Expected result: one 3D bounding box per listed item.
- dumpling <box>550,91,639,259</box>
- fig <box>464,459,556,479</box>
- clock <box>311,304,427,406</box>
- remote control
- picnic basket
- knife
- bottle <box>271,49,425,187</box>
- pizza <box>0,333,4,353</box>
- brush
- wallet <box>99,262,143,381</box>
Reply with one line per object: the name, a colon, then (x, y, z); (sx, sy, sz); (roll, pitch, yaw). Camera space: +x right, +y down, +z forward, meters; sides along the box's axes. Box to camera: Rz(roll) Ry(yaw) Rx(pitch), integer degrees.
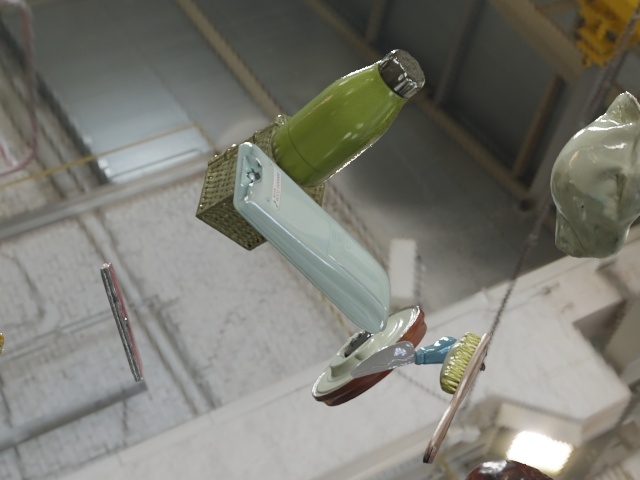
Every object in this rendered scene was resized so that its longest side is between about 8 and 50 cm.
dumpling: (0.365, -0.068, 1.467); (0.151, 0.124, 0.229); (-118, -144, -53)
fig: (0.363, 0.525, 2.205); (0.263, 0.224, 0.224); (-28, -96, 58)
clock: (0.104, 0.253, 2.627); (0.080, 0.318, 0.318); (52, -26, -6)
remote control: (-0.001, 0.000, 1.382); (0.051, 0.293, 0.103); (-25, -137, 27)
picnic basket: (-0.095, -0.104, 1.979); (0.196, 0.134, 0.154); (-27, -140, 42)
knife: (0.161, 0.214, 2.162); (0.032, 0.244, 0.058); (31, -59, 54)
bottle: (0.044, -0.189, 1.757); (0.260, 0.112, 0.112); (-37, -106, 32)
pizza: (-0.673, 0.209, 1.991); (0.188, 0.204, 0.081); (-42, -112, 16)
brush: (0.224, 0.270, 2.034); (0.067, 0.313, 0.072); (16, -45, 19)
wallet: (-0.393, 0.159, 2.295); (0.119, 0.025, 0.232); (-158, -128, -80)
